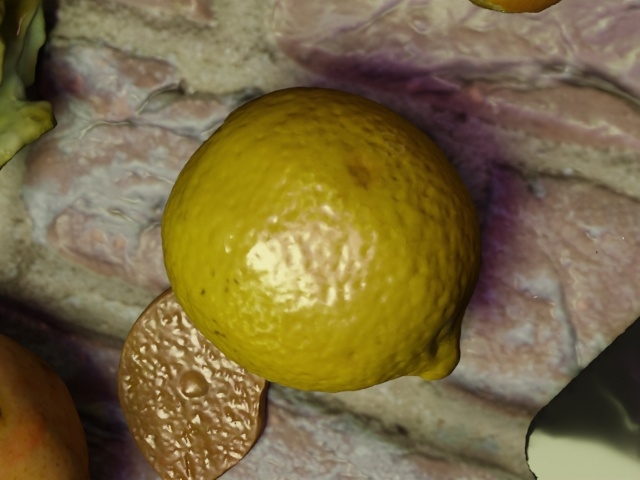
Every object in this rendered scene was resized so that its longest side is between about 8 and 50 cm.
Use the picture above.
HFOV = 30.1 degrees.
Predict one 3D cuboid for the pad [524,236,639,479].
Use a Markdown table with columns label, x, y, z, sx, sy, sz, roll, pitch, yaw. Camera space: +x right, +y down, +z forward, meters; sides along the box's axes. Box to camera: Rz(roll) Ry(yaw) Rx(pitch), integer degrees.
| label | x | y | z | sx | sy | sz | roll | pitch | yaw |
| --- | --- | --- | --- | --- | --- | --- | --- | --- | --- |
| pad | 0.345 | 0.102 | 0.947 | 0.375 | 0.063 | 0.315 | -45 | 72 | 12 |

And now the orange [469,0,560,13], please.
| label | x | y | z | sx | sy | sz | roll | pitch | yaw |
| --- | --- | --- | --- | --- | --- | --- | --- | --- | --- |
| orange | 0.141 | -0.245 | 0.882 | 0.156 | 0.134 | 0.156 | 36 | 139 | 39 |

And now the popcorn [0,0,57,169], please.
| label | x | y | z | sx | sy | sz | roll | pitch | yaw |
| --- | --- | --- | --- | --- | --- | --- | --- | --- | --- |
| popcorn | -0.358 | -0.154 | 0.980 | 0.276 | 0.276 | 0.225 | -23 | 132 | 17 |

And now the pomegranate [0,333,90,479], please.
| label | x | y | z | sx | sy | sz | roll | pitch | yaw |
| --- | --- | --- | --- | --- | --- | --- | --- | --- | --- |
| pomegranate | -0.361 | 0.212 | 1.021 | 0.343 | 0.342 | 0.342 | 3 | 102 | 13 |

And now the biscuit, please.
| label | x | y | z | sx | sy | sz | roll | pitch | yaw |
| --- | --- | --- | --- | --- | --- | --- | --- | --- | --- |
| biscuit | -0.113 | 0.125 | 1.069 | 0.142 | 0.029 | 0.220 | 10 | 105 | 10 |

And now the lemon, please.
| label | x | y | z | sx | sy | sz | roll | pitch | yaw |
| --- | --- | --- | --- | --- | --- | --- | --- | --- | --- |
| lemon | 0.008 | 0.004 | 0.912 | 0.254 | 0.228 | 0.228 | 26 | 107 | 0 |
